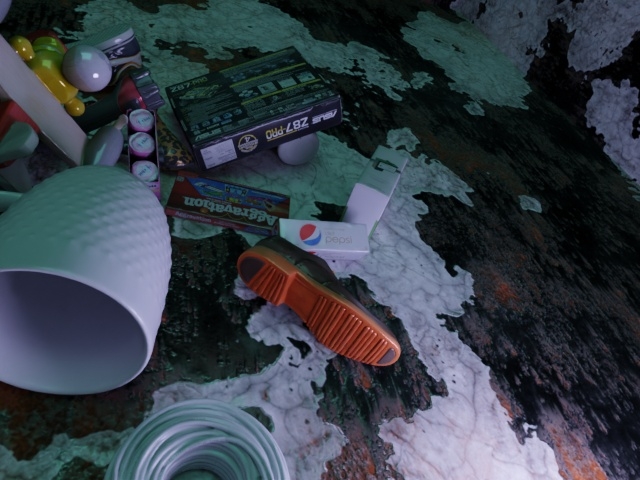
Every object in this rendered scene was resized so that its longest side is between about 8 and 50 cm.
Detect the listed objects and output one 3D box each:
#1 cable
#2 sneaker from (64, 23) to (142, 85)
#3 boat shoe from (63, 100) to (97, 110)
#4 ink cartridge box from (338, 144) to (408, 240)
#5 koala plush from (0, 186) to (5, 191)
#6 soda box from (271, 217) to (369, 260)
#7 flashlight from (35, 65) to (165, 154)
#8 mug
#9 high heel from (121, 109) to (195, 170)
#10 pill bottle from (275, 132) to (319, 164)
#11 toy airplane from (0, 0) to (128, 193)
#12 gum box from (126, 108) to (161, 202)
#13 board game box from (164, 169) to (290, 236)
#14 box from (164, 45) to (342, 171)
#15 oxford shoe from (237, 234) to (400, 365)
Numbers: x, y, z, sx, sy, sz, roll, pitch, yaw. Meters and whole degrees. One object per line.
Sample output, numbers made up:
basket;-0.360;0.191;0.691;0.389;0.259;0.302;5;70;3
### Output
cable;-0.168;0.355;0.698;0.257;0.089;0.257;20;40;-1
sneaker;-0.646;-0.474;1.368;0.321;0.127;0.126;-24;48;-10
boat shoe;-0.597;-0.346;1.301;0.133;0.042;0.048;8;45;-13
ink cartridge box;0.136;-0.122;1.284;0.093;0.160;0.219;26;40;4
koala plush;-0.710;-0.170;0.925;0.203;0.221;0.196;-12;51;-33
soda box;0.000;0.000;1.148;0.216;0.069;0.073;3;69;-20
flashlight;-0.525;-0.306;1.170;0.304;0.103;0.103;-26;94;-9
mug;-0.428;0.021;0.798;0.374;0.276;0.328;15;37;-15
high heel;-0.394;-0.282;1.284;0.186;0.093;0.261;15;48;-12
pill bottle;-0.090;-0.327;1.436;0.121;0.121;0.221;-1;46;-24
toy airplane;-0.519;-0.273;0.923;0.273;0.386;0.384;-24;91;2
gum box;-0.394;-0.190;1.115;0.062;0.107;0.188;-4;70;-17
board game box;-0.214;-0.086;1.197;0.282;0.027;0.145;12;43;-11
box;-0.186;-0.366;1.339;0.395;0.097;0.318;-23;52;-12
oxford shoe;0.016;0.107;0.999;0.364;0.130;0.132;37;39;4
